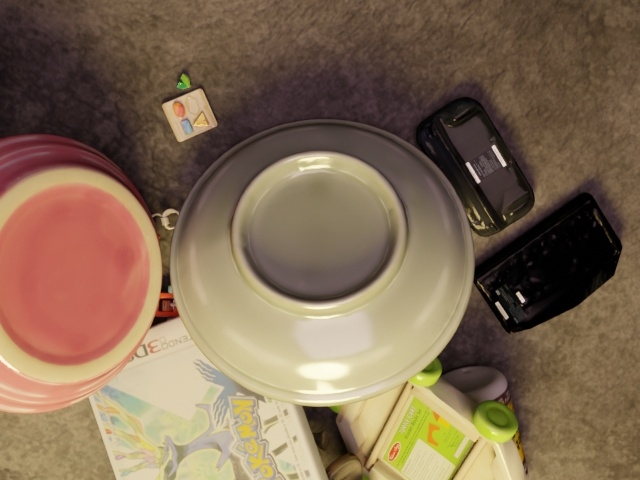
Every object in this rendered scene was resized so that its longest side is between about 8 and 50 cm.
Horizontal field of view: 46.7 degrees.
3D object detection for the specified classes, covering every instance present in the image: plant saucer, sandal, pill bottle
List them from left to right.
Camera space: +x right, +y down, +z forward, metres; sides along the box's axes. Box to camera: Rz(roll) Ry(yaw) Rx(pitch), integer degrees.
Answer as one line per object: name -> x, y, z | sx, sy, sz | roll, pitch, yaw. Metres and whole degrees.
plant saucer -> -0.310, 0.039, 0.874 | 0.084, 0.332, 0.332 | 0, 104, 39
plant saucer -> 0.000, 0.000, 0.935 | 0.400, 0.101, 0.401 | -1, 67, 1
sandal -> 0.043, 0.395, 1.065 | 0.090, 0.060, 0.220 | -28, 126, -40
pill bottle -> 0.240, 0.305, 1.105 | 0.117, 0.117, 0.215 | -16, 102, -2

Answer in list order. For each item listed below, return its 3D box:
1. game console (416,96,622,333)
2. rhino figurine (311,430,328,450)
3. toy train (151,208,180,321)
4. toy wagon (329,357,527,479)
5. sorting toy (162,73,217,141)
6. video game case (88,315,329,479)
game console -> 0.282, -0.048, 1.085 | 0.213, 0.044, 0.361 | -35, 102, 0
rhino figurine -> -0.061, 0.387, 1.057 | 0.106, 0.073, 0.244 | -1, 64, 22
toy train -> -0.242, 0.037, 1.050 | 0.125, 0.046, 0.167 | -2, 96, -20
toy wagon -> 0.119, 0.269, 1.055 | 0.344, 0.068, 0.267 | 36, 128, 21
sorting toy -> -0.187, -0.186, 1.028 | 0.062, 0.012, 0.083 | -23, 102, -1
video game case -> -0.161, 0.266, 1.014 | 0.299, 0.036, 0.329 | -21, 87, 18
